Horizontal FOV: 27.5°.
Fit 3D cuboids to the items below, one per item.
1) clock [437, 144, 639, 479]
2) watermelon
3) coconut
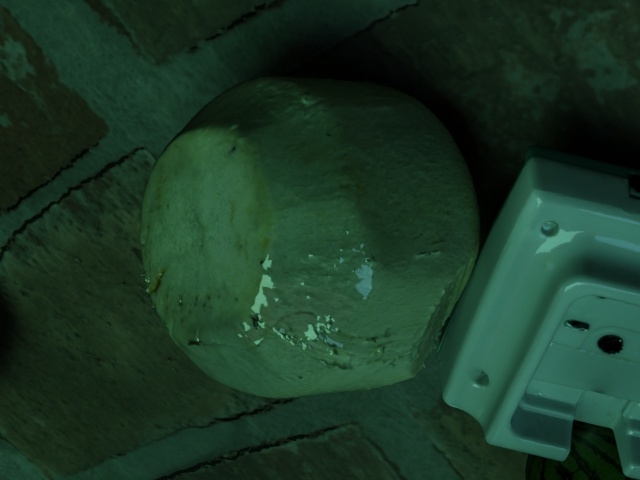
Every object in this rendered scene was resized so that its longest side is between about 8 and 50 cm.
[{"bbox_3d":[0.242,0.069,0.988,0.262,0.116,0.231,13,133,-7],"label":"clock"},{"bbox_3d":[0.235,0.192,1.122,0.187,0.140,0.141,44,133,-8],"label":"watermelon"},{"bbox_3d":[0.000,0.000,1.013,0.245,0.247,0.245,0,90,46],"label":"coconut"}]
